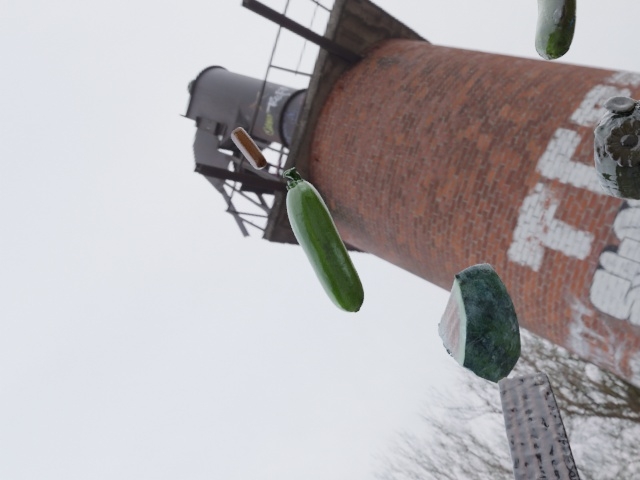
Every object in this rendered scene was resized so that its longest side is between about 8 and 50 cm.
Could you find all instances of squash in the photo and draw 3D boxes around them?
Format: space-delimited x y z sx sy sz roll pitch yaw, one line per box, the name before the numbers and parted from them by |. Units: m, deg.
squash | 0.511 -0.516 1.287 0.087 0.087 0.332 50 -137 -46
squash | 0.000 0.000 1.404 0.101 0.101 0.379 -18 -98 -38

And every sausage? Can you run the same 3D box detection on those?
sausage | -0.192 -0.246 1.598 0.039 0.131 0.041 -30 -11 -35

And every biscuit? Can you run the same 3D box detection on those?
biscuit | 0.262 0.309 0.653 0.388 0.073 0.107 -71 -38 -62

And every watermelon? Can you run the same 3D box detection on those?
watermelon | 0.492 0.279 1.928 0.228 0.258 0.388 -5 -98 -24

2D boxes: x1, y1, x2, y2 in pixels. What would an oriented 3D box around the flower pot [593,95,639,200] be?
flower pot | 0.900 -0.260 1.653 0.301 0.213 0.302 0 -90 -50
